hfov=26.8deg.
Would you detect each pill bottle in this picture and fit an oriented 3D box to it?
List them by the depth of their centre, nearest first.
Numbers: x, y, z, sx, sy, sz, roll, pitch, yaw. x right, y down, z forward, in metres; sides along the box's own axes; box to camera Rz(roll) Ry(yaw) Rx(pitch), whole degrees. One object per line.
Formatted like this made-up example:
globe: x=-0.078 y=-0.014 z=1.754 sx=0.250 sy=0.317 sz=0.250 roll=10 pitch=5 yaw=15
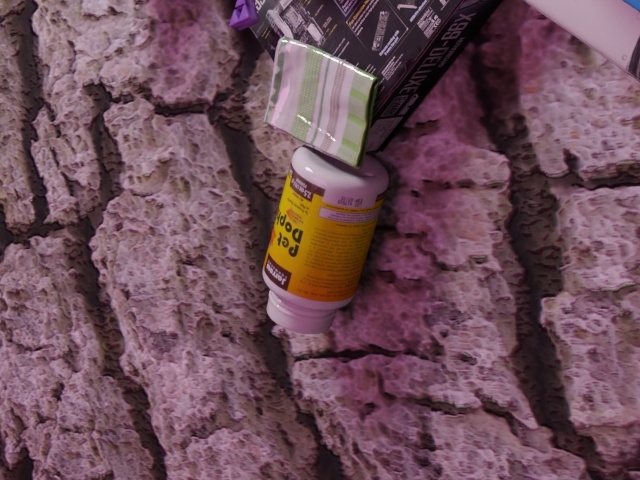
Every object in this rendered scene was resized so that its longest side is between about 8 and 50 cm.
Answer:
pill bottle: x=0.000 y=0.000 z=1.588 sx=0.117 sy=0.117 sz=0.215 roll=35 pitch=122 yaw=35

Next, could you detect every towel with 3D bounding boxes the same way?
towel: x=-0.002 y=-0.156 z=1.513 sx=0.152 sy=0.023 sz=0.113 roll=29 pitch=121 yaw=38

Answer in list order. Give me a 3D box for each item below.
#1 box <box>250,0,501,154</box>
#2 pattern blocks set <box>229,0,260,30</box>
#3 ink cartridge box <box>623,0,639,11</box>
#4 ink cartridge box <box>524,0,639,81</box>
box: x=0.057 y=-0.281 z=1.497 sx=0.242 sy=0.076 sz=0.307 roll=56 pitch=132 yaw=21
pattern blocks set: x=-0.086 y=-0.400 z=1.583 sx=0.285 sy=0.026 sz=0.325 roll=-35 pitch=54 yaw=46
ink cartridge box: x=0.236 y=-0.287 z=1.051 sx=0.203 sy=0.085 sz=0.148 roll=43 pitch=134 yaw=34
ink cartridge box: x=0.353 y=-0.272 z=1.135 sx=0.395 sy=0.166 sz=0.286 roll=43 pitch=126 yaw=31
